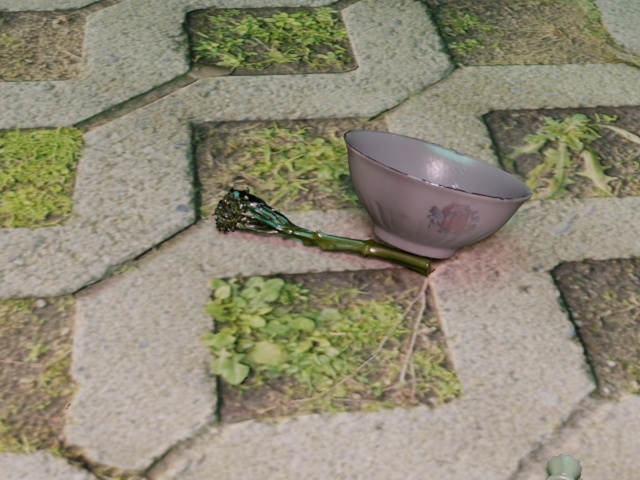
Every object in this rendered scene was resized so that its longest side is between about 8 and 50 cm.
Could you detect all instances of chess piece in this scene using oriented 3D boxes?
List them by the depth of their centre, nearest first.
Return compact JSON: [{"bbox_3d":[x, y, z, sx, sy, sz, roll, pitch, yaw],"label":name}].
[{"bbox_3d":[0.178,0.192,1.054,0.042,0.042,0.093,10,26,9],"label":"chess piece"}]

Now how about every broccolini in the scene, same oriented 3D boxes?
[{"bbox_3d":[0.000,0.001,1.348,0.218,0.044,0.042,20,19,14],"label":"broccolini"}]

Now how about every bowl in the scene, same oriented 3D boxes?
[{"bbox_3d":[0.101,-0.036,1.344,0.189,0.086,0.189,15,15,-4],"label":"bowl"}]
